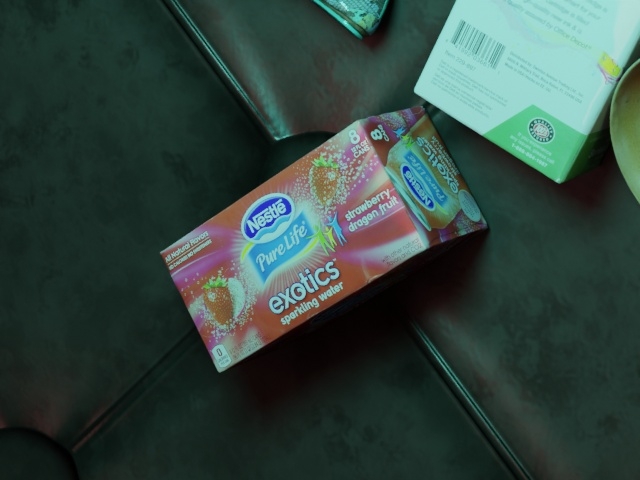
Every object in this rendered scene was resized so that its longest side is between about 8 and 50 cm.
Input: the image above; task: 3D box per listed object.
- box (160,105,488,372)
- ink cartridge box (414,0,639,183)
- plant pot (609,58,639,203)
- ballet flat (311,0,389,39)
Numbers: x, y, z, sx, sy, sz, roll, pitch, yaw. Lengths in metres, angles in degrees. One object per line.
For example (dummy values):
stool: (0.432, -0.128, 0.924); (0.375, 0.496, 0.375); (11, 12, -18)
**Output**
box: (0.000, 0.000, 1.613); (0.257, 0.122, 0.128); (-32, 82, 32)
ink cartridge box: (0.195, -0.179, 1.475); (0.154, 0.093, 0.212); (34, 117, 21)
plant pot: (0.331, -0.060, 1.395); (0.236, 0.032, 0.236); (31, 146, 24)
ballet flat: (-0.013, -0.248, 1.617); (0.188, 0.070, 0.070); (36, 116, 19)
